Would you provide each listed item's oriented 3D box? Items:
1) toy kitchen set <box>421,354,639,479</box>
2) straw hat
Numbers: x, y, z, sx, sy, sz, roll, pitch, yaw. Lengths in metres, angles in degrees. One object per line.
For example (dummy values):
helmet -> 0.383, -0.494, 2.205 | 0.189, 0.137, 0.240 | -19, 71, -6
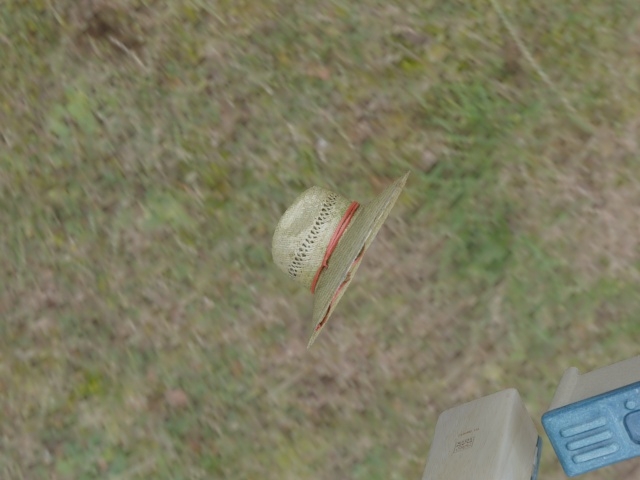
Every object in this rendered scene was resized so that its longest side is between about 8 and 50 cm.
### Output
toy kitchen set -> 0.187, 0.161, 1.065 | 0.207, 0.122, 0.166 | -22, 106, 20
straw hat -> 0.000, 0.000, 1.267 | 0.061, 0.144, 0.144 | 30, 100, 4
